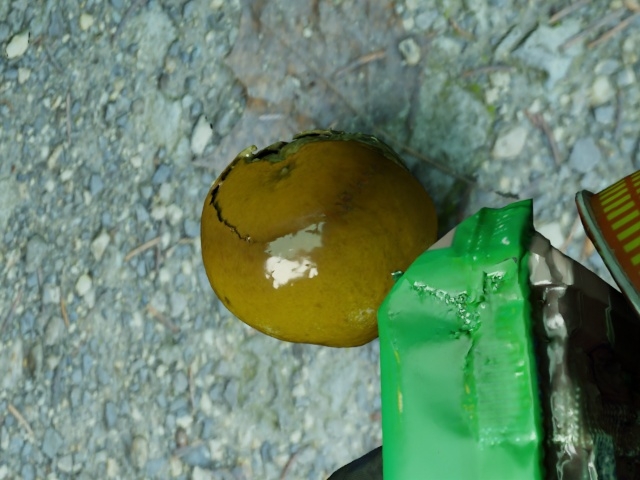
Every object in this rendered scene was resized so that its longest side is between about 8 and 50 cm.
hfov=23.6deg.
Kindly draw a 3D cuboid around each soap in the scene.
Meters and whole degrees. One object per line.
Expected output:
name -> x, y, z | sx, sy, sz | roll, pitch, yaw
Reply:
soap -> 0.127, 0.116, 0.752 | 0.098, 0.273, 0.217 | -11, 72, 25

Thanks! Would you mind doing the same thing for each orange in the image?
orange -> 0.000, 0.000, 0.980 | 0.157, 0.134, 0.156 | -12, 35, 8

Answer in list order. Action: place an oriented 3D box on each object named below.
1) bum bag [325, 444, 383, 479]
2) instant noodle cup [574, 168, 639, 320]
bum bag -> 0.030, 0.275, 0.911 | 0.137, 0.074, 0.310 | -9, 72, 48
instant noodle cup -> 0.264, -0.010, 0.742 | 0.212, 0.193, 0.193 | -37, 57, 15
